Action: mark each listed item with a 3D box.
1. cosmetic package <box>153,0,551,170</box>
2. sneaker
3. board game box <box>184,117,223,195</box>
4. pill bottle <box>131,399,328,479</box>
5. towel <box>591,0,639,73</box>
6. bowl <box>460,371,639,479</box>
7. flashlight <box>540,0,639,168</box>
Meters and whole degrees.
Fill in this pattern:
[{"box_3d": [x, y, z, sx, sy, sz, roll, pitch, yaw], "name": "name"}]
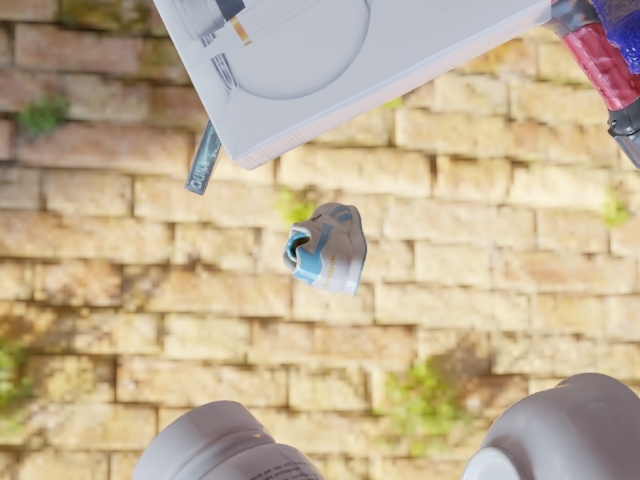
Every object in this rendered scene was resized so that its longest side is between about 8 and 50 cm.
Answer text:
[{"box_3d": [-0.021, -0.287, 1.386, 0.284, 0.377, 0.097, -27, 174, 3], "name": "cosmetic package"}, {"box_3d": [0.000, 0.000, 2.182, 0.092, 0.087, 0.229, 12, -166, -10], "name": "sneaker"}, {"box_3d": [-0.102, -0.154, 1.917, 0.026, 0.126, 0.186, 23, 136, -1], "name": "board game box"}, {"box_3d": [-0.037, 0.281, 1.500, 0.160, 0.283, 0.160, -29, 145, -23], "name": "pill bottle"}, {"box_3d": [0.388, -0.250, 1.481, 0.308, 0.076, 0.228, -30, -165, 14], "name": "towel"}, {"box_3d": [0.232, 0.283, 1.777, 0.134, 0.298, 0.298, 3, 165, -25], "name": "bowl"}, {"box_3d": [0.303, -0.208, 1.906, 0.304, 0.103, 0.103, 51, 167, -22], "name": "flashlight"}]
